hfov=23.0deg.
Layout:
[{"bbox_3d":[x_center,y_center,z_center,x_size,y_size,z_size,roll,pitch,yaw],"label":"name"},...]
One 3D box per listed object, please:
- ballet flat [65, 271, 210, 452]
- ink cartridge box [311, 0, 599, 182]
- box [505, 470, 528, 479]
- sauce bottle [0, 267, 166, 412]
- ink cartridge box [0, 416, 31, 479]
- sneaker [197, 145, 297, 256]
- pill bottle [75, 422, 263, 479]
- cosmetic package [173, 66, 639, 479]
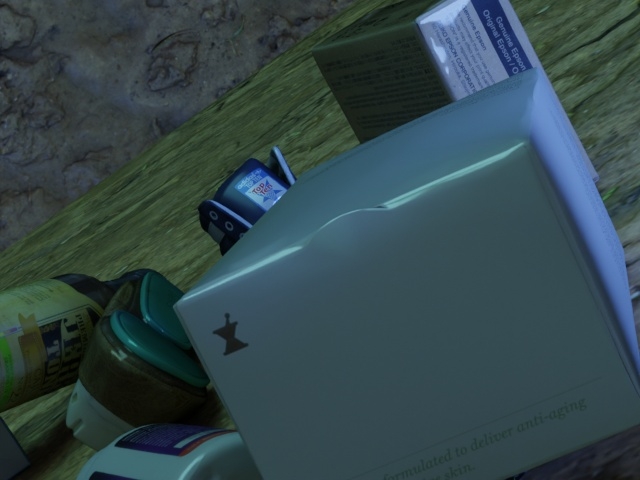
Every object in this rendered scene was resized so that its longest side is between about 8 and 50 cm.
[{"bbox_3d":[-0.168,0.116,1.371,0.124,0.116,0.342,-52,11,5],"label":"ballet flat"},{"bbox_3d":[0.108,-0.110,1.331,0.088,0.193,0.234,-34,13,-18],"label":"ink cartridge box"},{"bbox_3d":[0.064,0.129,0.901,0.094,0.027,0.137,-39,14,-32],"label":"box"},{"bbox_3d":[-0.266,0.090,1.524,0.111,0.111,0.344,-24,-1,33],"label":"sauce bottle"},{"bbox_3d":[-0.351,0.208,1.532,0.104,0.060,0.180,-35,13,-13],"label":"ink cartridge box"},{"bbox_3d":[0.000,0.000,1.262,0.099,0.153,0.282,-39,14,-26],"label":"sneaker"},{"bbox_3d":[-0.080,0.164,0.935,0.108,0.108,0.193,-38,14,-24],"label":"pill bottle"},{"bbox_3d":[0.068,0.018,0.913,0.197,0.155,0.365,-23,8,14],"label":"cosmetic package"}]
